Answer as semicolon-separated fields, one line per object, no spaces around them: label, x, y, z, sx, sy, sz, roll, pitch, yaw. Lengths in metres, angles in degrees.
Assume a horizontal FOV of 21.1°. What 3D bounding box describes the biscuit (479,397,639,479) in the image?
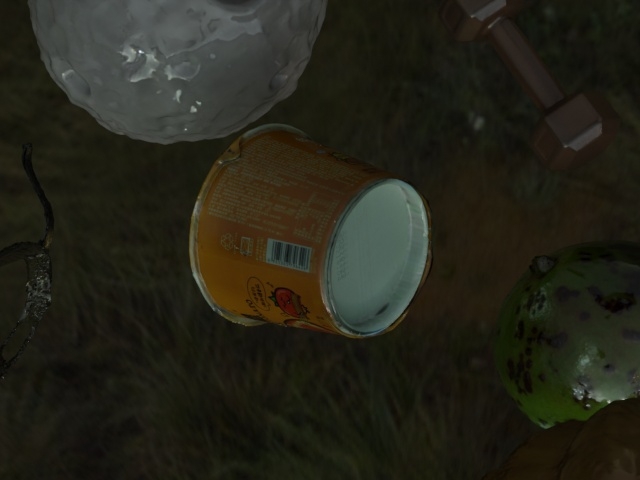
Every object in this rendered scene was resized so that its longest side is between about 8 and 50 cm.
biscuit;0.216;0.153;0.820;0.325;0.326;0.107;6;66;4

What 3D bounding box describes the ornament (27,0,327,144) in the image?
ornament;-0.157;-0.274;1.909;0.337;0.337;0.337;-1;72;2

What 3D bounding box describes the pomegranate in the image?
pomegranate;0.289;0.113;1.700;0.211;0.211;0.263;-45;109;-11

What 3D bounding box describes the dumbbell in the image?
dumbbell;0.211;-0.179;1.756;0.082;0.092;0.231;-23;69;-29

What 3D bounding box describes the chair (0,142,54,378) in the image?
chair;-0.325;0.040;1.605;0.149;0.174;0.213;-17;95;29

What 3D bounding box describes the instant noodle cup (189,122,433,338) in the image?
instant noodle cup;0.000;0.000;1.733;0.172;0.216;0.216;16;70;41
